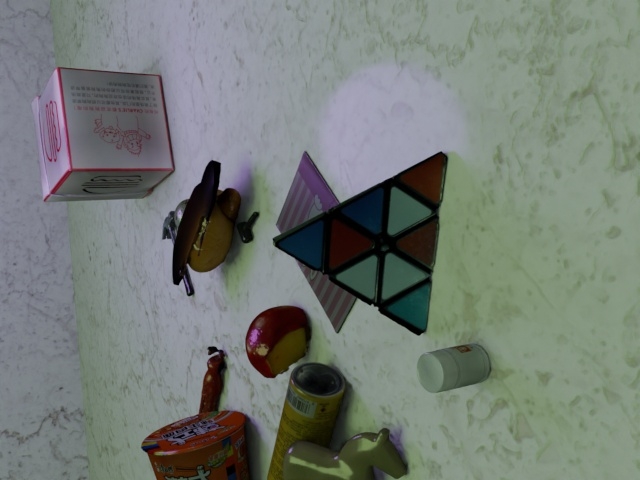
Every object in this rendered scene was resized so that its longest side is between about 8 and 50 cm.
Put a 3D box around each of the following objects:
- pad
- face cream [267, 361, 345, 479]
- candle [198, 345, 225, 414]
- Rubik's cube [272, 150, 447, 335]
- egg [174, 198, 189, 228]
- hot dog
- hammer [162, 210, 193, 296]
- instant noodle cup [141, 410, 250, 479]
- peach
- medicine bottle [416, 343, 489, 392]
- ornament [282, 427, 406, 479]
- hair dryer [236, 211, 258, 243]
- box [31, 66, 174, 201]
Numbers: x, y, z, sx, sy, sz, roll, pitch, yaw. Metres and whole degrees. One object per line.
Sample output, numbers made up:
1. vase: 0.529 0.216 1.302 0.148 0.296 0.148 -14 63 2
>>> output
1. pad: -0.001 0.000 1.305 0.300 0.005 0.202 59 140 35
2. face cream: -0.038 0.401 1.329 0.105 0.104 0.349 45 131 47
3. candle: -0.289 0.418 1.799 0.051 0.048 0.329 -118 35 -55
4. Rubik's cube: 0.017 -0.019 1.059 0.250 0.234 0.285 34 123 52
5. egg: -0.326 -0.051 1.755 0.085 0.085 0.110 -1 104 59
6. hot dog: -0.248 -0.022 1.604 0.326 0.107 0.194 -46 43 51
7. hammer: -0.399 0.047 1.944 0.103 0.029 0.247 -46 57 51
8. instant noodle cup: -0.278 0.536 1.627 0.250 0.250 0.192 -4 99 59
9. peach: -0.095 0.199 1.380 0.151 0.118 0.151 -29 55 52
10. medicine bottle: 0.183 0.175 0.951 0.057 0.089 0.057 11 103 56
11. ornament: 0.039 0.410 1.194 0.230 0.061 0.245 9 113 27
12. hair dryer: -0.157 -0.035 1.543 0.083 0.026 0.047 -50 54 40
13. box: -0.632 -0.298 2.005 0.300 0.314 0.313 -23 75 54
